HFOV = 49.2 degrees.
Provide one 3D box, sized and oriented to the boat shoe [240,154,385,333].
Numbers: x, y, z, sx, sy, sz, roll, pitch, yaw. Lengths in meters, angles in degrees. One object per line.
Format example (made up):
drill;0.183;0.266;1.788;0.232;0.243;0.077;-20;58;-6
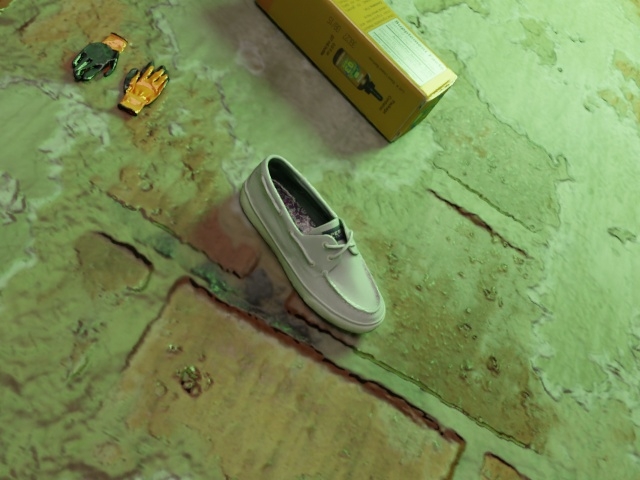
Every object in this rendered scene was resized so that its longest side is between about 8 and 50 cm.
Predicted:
boat shoe;0.000;0.000;0.633;0.066;0.063;0.184;-26;75;-35

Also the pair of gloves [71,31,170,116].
pair of gloves;-0.190;-0.162;0.671;0.083;0.010;0.074;32;53;-4

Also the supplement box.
supplement box;0.038;-0.225;0.777;0.233;0.078;0.080;49;50;7
